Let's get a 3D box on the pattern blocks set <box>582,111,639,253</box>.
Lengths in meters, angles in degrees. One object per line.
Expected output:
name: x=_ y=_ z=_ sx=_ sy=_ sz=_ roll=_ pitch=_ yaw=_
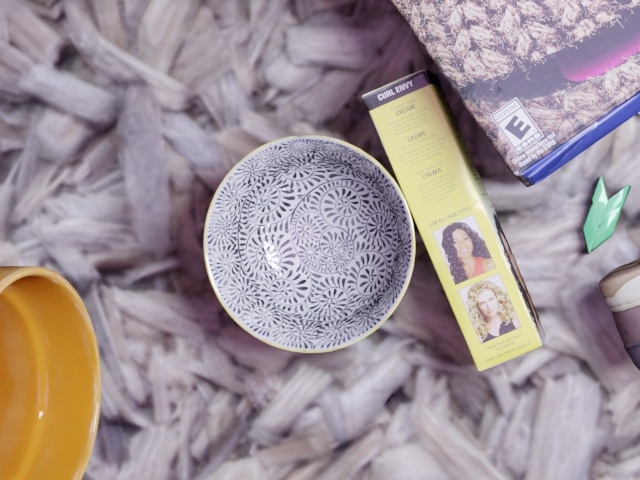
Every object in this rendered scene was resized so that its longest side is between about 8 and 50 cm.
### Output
pattern blocks set: x=0.372 y=-0.024 z=1.400 sx=0.325 sy=0.026 sz=0.285 roll=8 pitch=92 yaw=8

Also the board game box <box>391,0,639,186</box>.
board game box: x=0.164 y=-0.225 z=1.354 sx=0.232 sy=0.141 sz=0.291 roll=-36 pitch=82 yaw=7

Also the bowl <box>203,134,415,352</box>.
bowl: x=0.000 y=0.000 z=1.419 sx=0.170 sy=0.080 sz=0.170 roll=1 pitch=95 yaw=15

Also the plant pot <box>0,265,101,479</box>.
plant pot: x=-0.305 y=0.120 z=1.421 sx=0.188 sy=0.205 sz=0.205 roll=1 pitch=92 yaw=23

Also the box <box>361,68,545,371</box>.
box: x=0.107 y=-0.017 z=1.407 sx=0.058 sy=0.087 sz=0.232 roll=-24 pitch=89 yaw=9

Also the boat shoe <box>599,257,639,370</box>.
boat shoe: x=0.356 y=0.028 z=1.343 sx=0.285 sy=0.103 sz=0.092 roll=-16 pitch=96 yaw=13
